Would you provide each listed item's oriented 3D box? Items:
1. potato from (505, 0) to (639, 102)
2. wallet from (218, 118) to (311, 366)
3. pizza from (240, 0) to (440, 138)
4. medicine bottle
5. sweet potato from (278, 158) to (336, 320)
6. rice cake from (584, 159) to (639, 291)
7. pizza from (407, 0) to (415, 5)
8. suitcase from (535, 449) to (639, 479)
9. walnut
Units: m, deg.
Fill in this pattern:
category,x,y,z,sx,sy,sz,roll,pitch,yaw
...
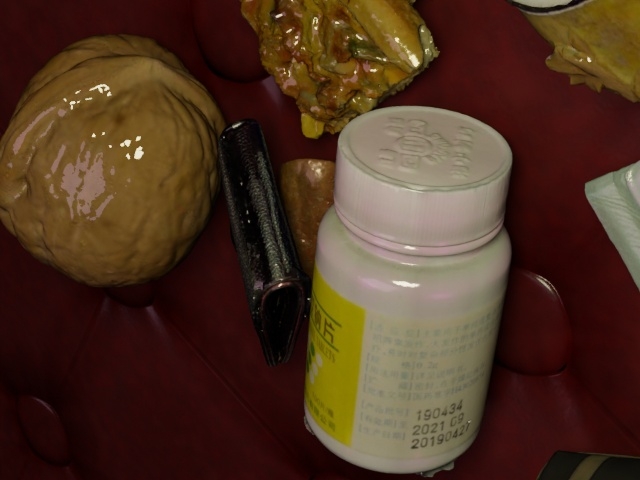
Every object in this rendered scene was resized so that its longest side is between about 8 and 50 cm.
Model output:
category,x,y,z,sx,sy,sz,roll,pitch,yaw
potato,0.325,-0.239,1.128,0.300,0.246,0.196,-27,130,36
wallet,-0.077,0.010,1.643,0.262,0.071,0.221,95,158,-64
pizza,-0.007,-0.259,1.483,0.268,0.087,0.258,60,150,2
medicine bottle,0.097,0.060,1.506,0.213,0.213,0.378,28,129,30
sweet potato,0.000,0.000,1.665,0.097,0.097,0.251,20,130,35
rice cake,0.349,0.026,1.371,0.080,0.042,0.221,-26,93,44
pizza,0.116,-0.319,1.384,0.193,0.053,0.201,20,131,35
suitcase,0.358,0.357,1.380,0.434,0.283,0.194,-1,134,44
walnut,-0.258,-0.100,1.706,0.333,0.333,0.333,23,127,34
